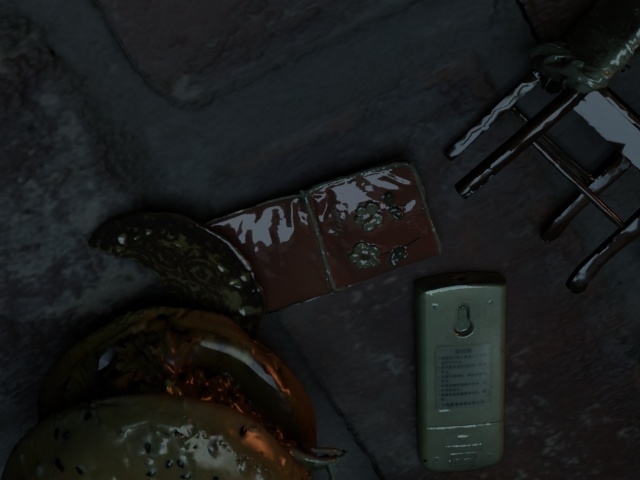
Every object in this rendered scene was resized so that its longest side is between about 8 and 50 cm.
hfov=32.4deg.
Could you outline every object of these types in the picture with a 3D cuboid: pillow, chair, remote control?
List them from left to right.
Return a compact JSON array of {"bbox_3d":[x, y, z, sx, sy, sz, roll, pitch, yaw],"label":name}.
[{"bbox_3d":[0.000,0.000,1.109,0.232,0.043,0.126,-19,115,5],"label":"pillow"},{"bbox_3d":[0.151,0.145,1.189,0.098,0.038,0.234,-5,114,-3],"label":"remote control"},{"bbox_3d":[0.278,-0.134,1.012,0.186,0.160,0.319,39,107,-14],"label":"chair"}]

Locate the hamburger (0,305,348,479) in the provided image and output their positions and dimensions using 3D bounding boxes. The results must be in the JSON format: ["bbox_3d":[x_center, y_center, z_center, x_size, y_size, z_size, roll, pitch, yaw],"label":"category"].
[{"bbox_3d":[-0.140,0.219,1.093,0.318,0.195,0.277,20,127,-9],"label":"hamburger"}]

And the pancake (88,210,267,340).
[{"bbox_3d":[-0.142,0.053,1.115,0.184,0.020,0.191,5,122,11],"label":"pancake"}]
